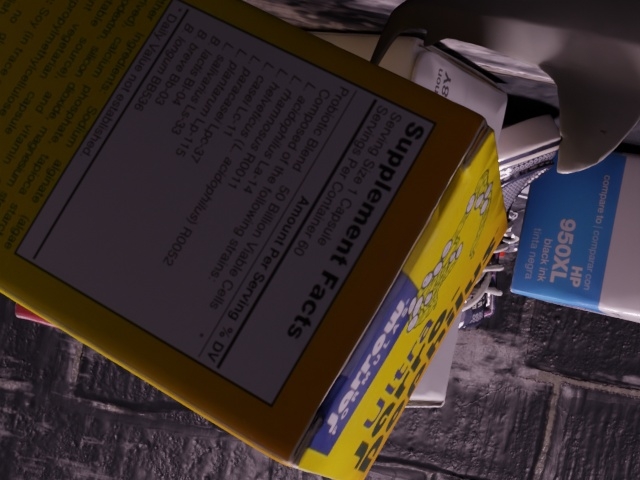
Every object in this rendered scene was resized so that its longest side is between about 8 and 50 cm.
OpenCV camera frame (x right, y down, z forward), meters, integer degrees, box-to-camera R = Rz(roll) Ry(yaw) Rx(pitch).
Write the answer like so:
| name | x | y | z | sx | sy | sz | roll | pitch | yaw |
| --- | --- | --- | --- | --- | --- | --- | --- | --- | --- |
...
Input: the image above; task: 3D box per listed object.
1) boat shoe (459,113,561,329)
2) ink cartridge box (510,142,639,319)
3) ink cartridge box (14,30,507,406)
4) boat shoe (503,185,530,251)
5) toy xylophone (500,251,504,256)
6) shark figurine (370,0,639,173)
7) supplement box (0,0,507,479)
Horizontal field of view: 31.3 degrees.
| name | x | y | z | sx | sy | sz | roll | pitch | yaw |
| --- | --- | --- | --- | --- | --- | --- | --- | --- | --- |
| boat shoe | 0.153 | 0.000 | 1.135 | 0.127 | 0.158 | 0.340 | -19 | 172 | -23 |
| ink cartridge box | 0.430 | 0.022 | 1.192 | 0.395 | 0.166 | 0.285 | 11 | 178 | 23 |
| ink cartridge box | -0.061 | -0.029 | 0.988 | 0.385 | 0.279 | 0.160 | 11 | 179 | 37 |
| boat shoe | 0.257 | -0.036 | 1.558 | 0.108 | 0.102 | 0.301 | 10 | 178 | 42 |
| toy xylophone | 0.124 | -0.029 | 1.618 | 0.236 | 0.081 | 0.323 | 25 | -159 | 24 |
| shark figurine | 0.118 | -0.092 | 0.600 | 0.278 | 0.116 | 0.166 | 9 | 176 | 28 |
| supplement box | -0.094 | -0.032 | 0.672 | 0.356 | 0.194 | 0.195 | 29 | 173 | 17 |
